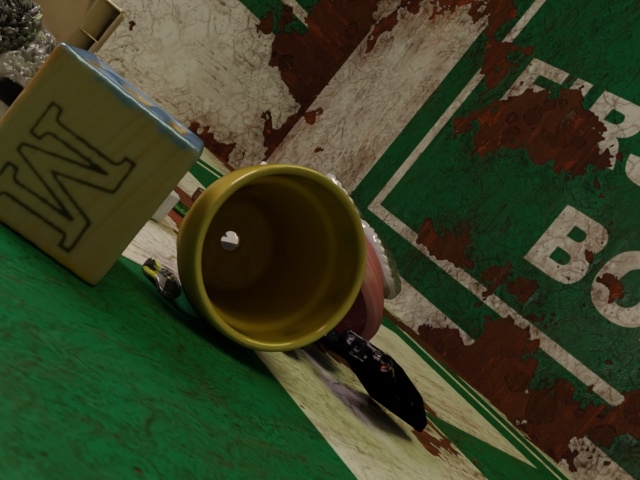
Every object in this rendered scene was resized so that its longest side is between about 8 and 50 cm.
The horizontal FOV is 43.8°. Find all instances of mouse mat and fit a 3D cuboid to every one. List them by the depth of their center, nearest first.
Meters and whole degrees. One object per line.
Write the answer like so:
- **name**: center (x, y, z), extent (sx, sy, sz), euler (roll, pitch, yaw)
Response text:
- **mouse mat**: center (-0.315, -0.076, 1.764), extent (0.189, 0.007, 0.152), euler (38, 4, -7)

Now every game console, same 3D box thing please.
- **game console**: center (0.033, 0.194, 1.398), extent (0.361, 0.044, 0.213), euler (31, -18, 36)

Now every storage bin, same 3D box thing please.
- **storage bin**: center (-0.499, -0.357, 1.305), extent (0.260, 0.262, 0.123), euler (38, 0, -11)

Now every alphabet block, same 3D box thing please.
- **alphabet block**: center (-0.273, -0.094, 0.947), extent (0.193, 0.197, 0.192), euler (39, 3, -10)

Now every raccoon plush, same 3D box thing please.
- **raccoon plush**: center (-0.426, -0.364, 1.162), extent (0.299, 0.446, 0.216), euler (23, -3, -25)

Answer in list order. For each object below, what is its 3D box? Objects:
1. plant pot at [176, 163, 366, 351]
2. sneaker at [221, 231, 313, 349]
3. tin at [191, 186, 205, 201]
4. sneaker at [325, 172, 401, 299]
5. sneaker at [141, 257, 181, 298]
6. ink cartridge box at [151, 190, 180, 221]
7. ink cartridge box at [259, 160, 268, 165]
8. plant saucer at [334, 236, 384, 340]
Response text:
- **plant pot**: center (-0.099, 0.013, 1.154), extent (0.254, 0.254, 0.239), euler (37, -11, -25)
- **sneaker**: center (-0.103, 0.045, 1.351), extent (0.330, 0.146, 0.122), euler (43, 4, 28)
- **tin**: center (-0.250, -0.066, 2.042), extent (0.189, 0.040, 0.106), euler (39, 0, 5)
- **sneaker**: center (0.054, 0.009, 1.519), extent (0.281, 0.115, 0.105), euler (57, 6, 27)
- **sneaker**: center (-0.208, 0.052, 1.084), extent (0.083, 0.031, 0.035), euler (42, 4, 38)
- **ink cartridge box**: center (-0.341, -0.105, 1.426), extent (0.109, 0.063, 0.150), euler (41, 4, 35)
- **ink cartridge box**: center (0.000, 0.000, 1.683), extent (0.353, 0.119, 0.207), euler (40, 3, 15)
- **plant saucer**: center (-0.005, 0.041, 1.451), extent (0.332, 0.084, 0.332), euler (33, -35, 27)
